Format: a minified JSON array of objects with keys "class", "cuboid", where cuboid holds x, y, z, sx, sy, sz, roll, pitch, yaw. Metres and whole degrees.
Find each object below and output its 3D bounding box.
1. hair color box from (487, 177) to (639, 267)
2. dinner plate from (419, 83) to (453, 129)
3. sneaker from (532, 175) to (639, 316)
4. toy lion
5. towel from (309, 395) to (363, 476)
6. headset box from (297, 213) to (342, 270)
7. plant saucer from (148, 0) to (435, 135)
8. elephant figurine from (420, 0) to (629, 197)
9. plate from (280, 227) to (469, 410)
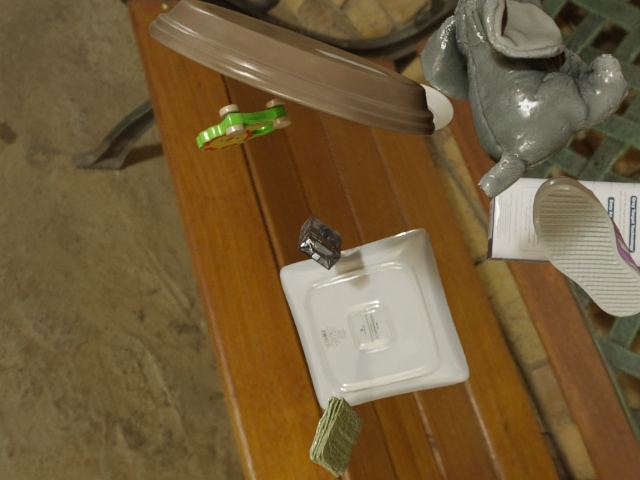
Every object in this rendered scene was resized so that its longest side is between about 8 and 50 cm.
[{"class":"hair color box","cuboid":[0.531,-0.034,1.508,0.347,0.105,0.174,4,86,7]},{"class":"dinner plate","cuboid":[0.146,-0.212,1.185,0.141,0.141,0.017,24,67,-26]},{"class":"sneaker","cuboid":[0.388,-0.020,1.087,0.282,0.102,0.161,48,28,-32]},{"class":"toy lion","cuboid":[-0.097,-0.134,0.877,0.100,0.096,0.034,-15,83,-29]},{"class":"towel","cuboid":[0.026,0.316,1.165,0.110,0.027,0.148,-66,150,-20]},{"class":"headset box","cuboid":[0.000,0.000,1.122,0.062,0.032,0.083,36,25,-14]},{"class":"plant saucer","cuboid":[-0.018,-0.165,0.670,0.278,0.041,0.278,20,17,-6]},{"class":"elephant figurine","cuboid":[0.191,-0.203,0.757,0.239,0.169,0.186,54,27,-2]},{"class":"plate","cuboid":[0.087,0.147,1.249,0.045,0.278,0.277,-33,107,-74]}]
